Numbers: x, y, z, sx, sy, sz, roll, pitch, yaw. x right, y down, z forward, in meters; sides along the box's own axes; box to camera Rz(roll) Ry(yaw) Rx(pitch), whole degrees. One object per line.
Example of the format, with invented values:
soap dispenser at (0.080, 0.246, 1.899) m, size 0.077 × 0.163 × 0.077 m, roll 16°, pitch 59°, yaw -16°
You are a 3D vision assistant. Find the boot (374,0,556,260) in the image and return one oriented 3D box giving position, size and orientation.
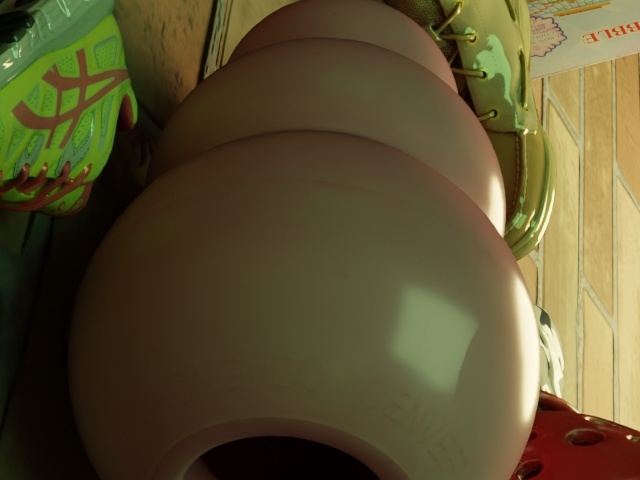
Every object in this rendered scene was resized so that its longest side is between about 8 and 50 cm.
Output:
boot at (0.085, -0.129, 1.016) m, size 0.203 × 0.095 × 0.262 m, roll 43°, pitch 41°, yaw -49°

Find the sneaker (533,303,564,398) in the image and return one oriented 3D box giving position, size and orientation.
sneaker at (0.129, 0.151, 0.994) m, size 0.153 × 0.094 × 0.235 m, roll 9°, pitch 71°, yaw -60°

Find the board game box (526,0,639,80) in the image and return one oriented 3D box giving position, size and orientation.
board game box at (0.229, -0.259, 1.106) m, size 0.318 × 0.319 × 0.066 m, roll 43°, pitch 43°, yaw -50°

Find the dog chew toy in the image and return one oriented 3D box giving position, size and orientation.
dog chew toy at (0.000, 0.000, 0.702) m, size 0.206 × 0.207 × 0.332 m, roll 59°, pitch 24°, yaw -34°

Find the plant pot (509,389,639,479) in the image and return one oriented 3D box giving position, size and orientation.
plant pot at (0.134, 0.183, 0.841) m, size 0.174 × 0.191 × 0.191 m, roll 36°, pitch -22°, yaw 58°

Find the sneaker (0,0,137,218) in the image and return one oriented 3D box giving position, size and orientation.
sneaker at (-0.125, -0.043, 0.591) m, size 0.094 × 0.081 × 0.208 m, roll 70°, pitch 27°, yaw -21°
